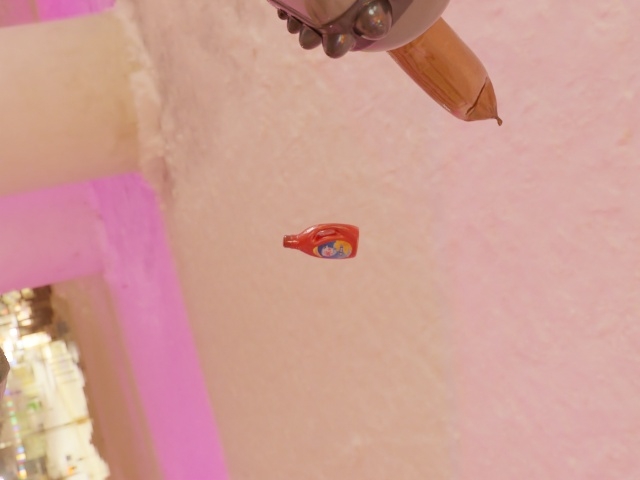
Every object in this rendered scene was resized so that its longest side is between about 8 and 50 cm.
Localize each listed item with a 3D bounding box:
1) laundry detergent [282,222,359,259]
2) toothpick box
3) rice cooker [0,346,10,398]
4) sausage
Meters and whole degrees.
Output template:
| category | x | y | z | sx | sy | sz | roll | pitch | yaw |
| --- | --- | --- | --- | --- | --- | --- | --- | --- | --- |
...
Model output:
| category | x | y | z | sx | sy | sz | roll | pitch | yaw |
| --- | --- | --- | --- | --- | --- | --- | --- | --- | --- |
| laundry detergent | 0.000 | 0.000 | 2.115 | 0.049 | 0.165 | 0.097 | -94 | 8 | -49 |
| toothpick box | 0.028 | -0.337 | 1.147 | 0.316 | 0.229 | 0.229 | -132 | 35 | -51 |
| rice cooker | -0.703 | 0.262 | 1.720 | 0.316 | 0.316 | 0.264 | 2 | 113 | 69 |
| sausage | 0.201 | -0.290 | 1.589 | 0.328 | 0.112 | 0.112 | 37 | -173 | -38 |
